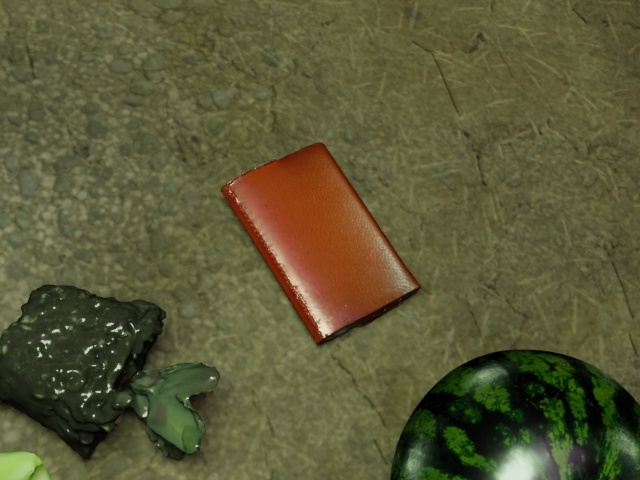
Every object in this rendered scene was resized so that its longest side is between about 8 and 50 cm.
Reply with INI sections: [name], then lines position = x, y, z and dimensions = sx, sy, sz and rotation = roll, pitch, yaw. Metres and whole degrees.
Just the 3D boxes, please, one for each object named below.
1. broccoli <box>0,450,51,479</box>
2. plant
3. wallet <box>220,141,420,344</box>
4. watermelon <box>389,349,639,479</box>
[broccoli]
position = -0.389, 0.266, 0.771
dimensions = 0.397, 0.353, 0.275
rotation = 18, 19, 4
[plant]
position = -0.195, 0.128, 1.006
dimensions = 0.203, 0.142, 0.131
rotation = 17, 51, 1
[wallet]
position = 0.000, 0.000, 1.177
dimensions = 0.142, 0.045, 0.204
rotation = -26, 75, -29
[watermelon]
position = 0.199, 0.229, 1.013
dimensions = 0.269, 0.269, 0.269
rotation = 7, 63, -14
